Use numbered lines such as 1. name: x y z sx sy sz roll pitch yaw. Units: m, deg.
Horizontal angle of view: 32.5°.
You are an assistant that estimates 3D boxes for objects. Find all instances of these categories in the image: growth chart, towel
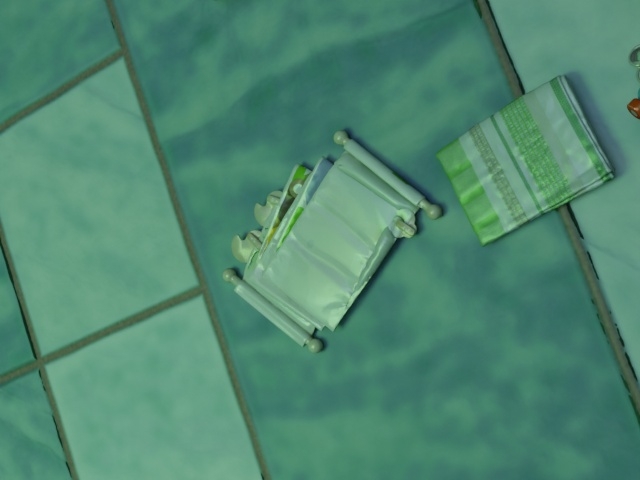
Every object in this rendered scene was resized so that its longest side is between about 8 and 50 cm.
1. growth chart: 0.000 0.000 1.177 0.172 0.021 0.237 46 113 21
2. towel: 0.197 -0.076 1.063 0.152 0.023 0.113 -31 74 30

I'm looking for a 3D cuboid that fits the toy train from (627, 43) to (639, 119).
1. toy train: 0.351 -0.145 0.951 0.166 0.046 0.125 -11 50 38
